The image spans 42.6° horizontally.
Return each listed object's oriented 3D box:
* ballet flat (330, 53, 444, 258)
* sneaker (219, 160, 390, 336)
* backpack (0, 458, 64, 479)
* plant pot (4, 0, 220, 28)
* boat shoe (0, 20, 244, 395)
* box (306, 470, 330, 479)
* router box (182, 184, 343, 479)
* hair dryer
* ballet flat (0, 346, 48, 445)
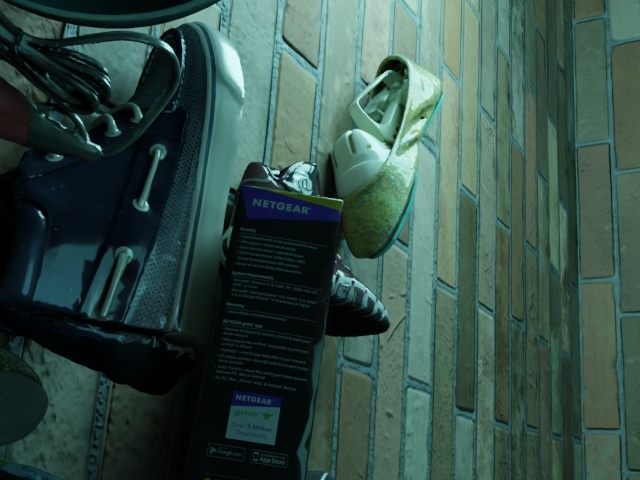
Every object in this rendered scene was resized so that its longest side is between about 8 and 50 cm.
[{"bbox_3d":[0.075,-0.126,1.086,0.123,0.123,0.349,60,38,-36],"label":"ballet flat"},{"bbox_3d":[0.000,0.000,0.925,0.281,0.106,0.163,39,49,-50],"label":"sneaker"},{"bbox_3d":[-0.207,0.202,0.524,0.084,0.105,0.114,-21,115,-63],"label":"backpack"},{"bbox_3d":[-0.151,-0.282,0.585,0.195,0.290,0.290,-166,-112,-79],"label":"plant pot"},{"bbox_3d":[-0.160,-0.062,0.639,0.158,0.127,0.341,22,52,-33],"label":"boat shoe"},{"bbox_3d":[-0.019,0.392,0.866,0.183,0.056,0.231,-45,123,-53],"label":"box"},{"bbox_3d":[-0.049,0.131,0.682,0.309,0.081,0.243,103,-4,-66],"label":"router box"},{"bbox_3d":[-0.223,-0.094,0.413,0.293,0.080,0.224,-30,120,-16],"label":"hair dryer"},{"bbox_3d":[-0.273,0.062,0.491,0.084,0.058,0.250,-54,136,0],"label":"ballet flat"}]
